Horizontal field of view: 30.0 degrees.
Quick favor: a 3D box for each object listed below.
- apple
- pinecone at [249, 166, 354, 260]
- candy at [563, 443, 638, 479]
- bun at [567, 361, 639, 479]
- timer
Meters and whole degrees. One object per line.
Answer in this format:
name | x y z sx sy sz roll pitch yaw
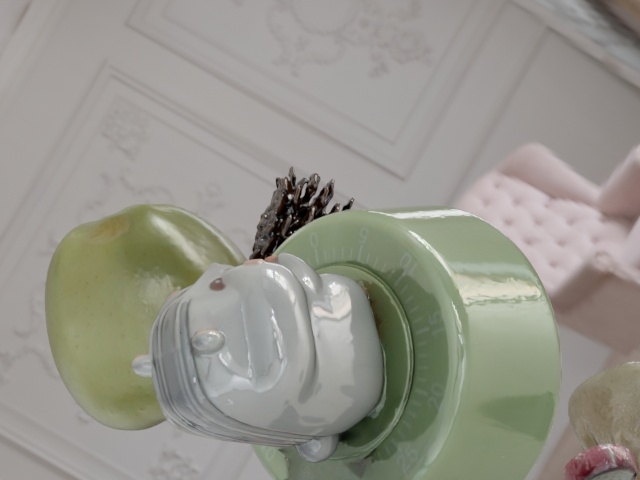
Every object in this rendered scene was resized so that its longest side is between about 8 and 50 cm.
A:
apple | -0.255 0.115 1.872 0.357 0.357 0.357 -60 0 0
pinecone | 0.001 0.008 1.437 0.163 0.165 0.163 -63 9 18
candy | 0.389 0.322 1.662 0.103 0.103 0.043 -60 35 41
bun | 0.555 0.312 1.968 0.281 0.281 0.205 120 145 -58
timer | -0.006 0.095 0.971 0.315 0.291 0.291 10 -64 -47
